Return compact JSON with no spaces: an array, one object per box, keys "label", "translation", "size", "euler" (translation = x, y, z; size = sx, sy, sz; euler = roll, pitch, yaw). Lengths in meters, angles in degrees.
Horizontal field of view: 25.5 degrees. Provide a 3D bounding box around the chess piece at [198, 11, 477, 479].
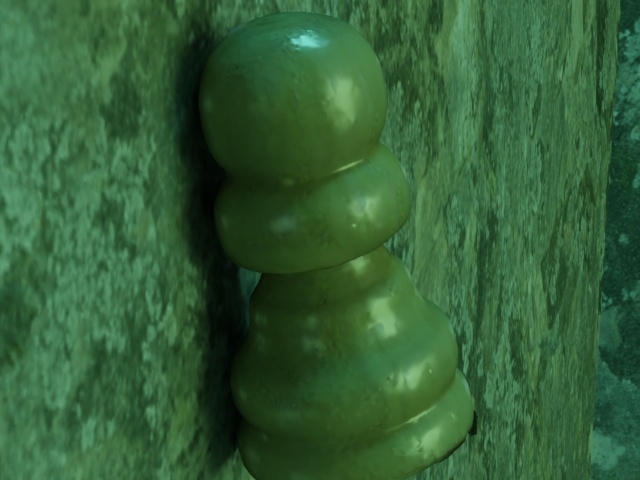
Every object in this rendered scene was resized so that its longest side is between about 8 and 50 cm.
[{"label":"chess piece","translation":[0.000,0.000,0.796],"size":[0.143,0.143,0.261],"euler":[-49,131,-62]}]
